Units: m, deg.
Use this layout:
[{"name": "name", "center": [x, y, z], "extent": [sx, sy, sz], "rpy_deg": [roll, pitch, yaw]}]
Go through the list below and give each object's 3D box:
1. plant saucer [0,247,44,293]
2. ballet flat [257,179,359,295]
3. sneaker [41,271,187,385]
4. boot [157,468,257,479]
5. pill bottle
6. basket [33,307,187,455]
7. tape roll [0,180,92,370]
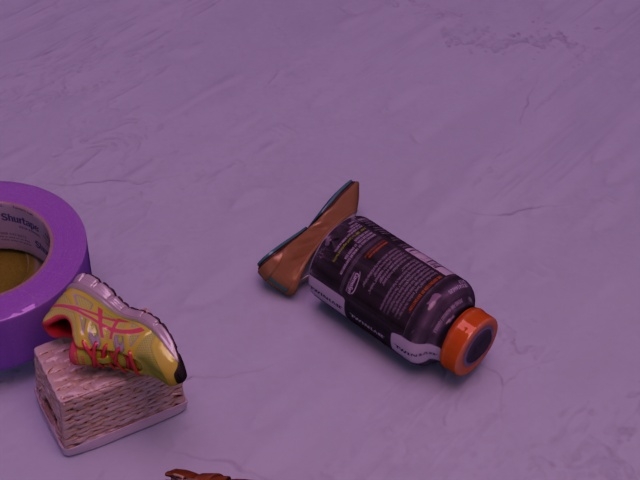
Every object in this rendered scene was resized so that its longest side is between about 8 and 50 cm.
[{"name": "plant saucer", "center": [-0.487, 0.053, 1.557], "extent": [0.240, 0.037, 0.241], "rpy_deg": [2, 42, -2]}, {"name": "ballet flat", "center": [0.000, 0.000, 1.627], "extent": [0.073, 0.080, 0.232], "rpy_deg": [45, 54, 3]}, {"name": "sneaker", "center": [-0.241, 0.122, 1.316], "extent": [0.208, 0.081, 0.094], "rpy_deg": [27, 55, 33]}, {"name": "boot", "center": [-0.106, 0.313, 1.175], "extent": [0.220, 0.109, 0.283], "rpy_deg": [13, 16, 15]}, {"name": "pill bottle", "center": [0.112, 0.078, 1.488], "extent": [0.245, 0.130, 0.130], "rpy_deg": [34, 51, 30]}, {"name": "basket", "center": [-0.259, 0.168, 1.390], "extent": [0.167, 0.103, 0.113], "rpy_deg": [-19, 47, -23]}, {"name": "tape roll", "center": [-0.439, 0.042, 1.478], "extent": [0.274, 0.090, 0.275], "rpy_deg": [1, 43, -1]}]
